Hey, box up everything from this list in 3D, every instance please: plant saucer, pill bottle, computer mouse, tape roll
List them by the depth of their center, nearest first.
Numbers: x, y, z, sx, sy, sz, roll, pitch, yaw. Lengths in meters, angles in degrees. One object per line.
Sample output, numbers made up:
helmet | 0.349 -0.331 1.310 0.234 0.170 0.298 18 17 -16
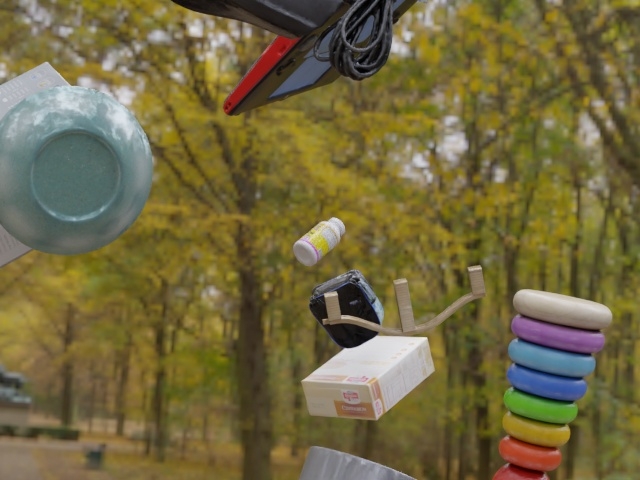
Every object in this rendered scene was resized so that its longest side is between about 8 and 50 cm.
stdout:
computer mouse | -0.045 -0.271 1.194 0.272 0.189 0.072 16 -19 15
plant saucer | -0.278 -0.075 1.403 0.195 0.195 0.037 8 8 -24
pill bottle | 0.000 0.000 1.873 0.043 0.043 0.083 -6 27 48
tape roll | 0.073 0.418 2.107 0.219 0.072 0.219 19 -16 6

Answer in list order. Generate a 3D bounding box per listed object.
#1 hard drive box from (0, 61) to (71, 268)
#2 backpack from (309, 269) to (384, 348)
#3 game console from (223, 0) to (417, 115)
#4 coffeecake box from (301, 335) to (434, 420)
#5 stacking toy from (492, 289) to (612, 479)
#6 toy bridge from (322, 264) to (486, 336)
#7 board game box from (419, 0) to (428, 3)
hard drive box | -0.379 -0.073 1.473 0.089 0.232 0.181 42 -26 39
backpack | 0.050 0.113 2.080 0.105 0.114 0.084 -27 18 20
game console | 0.019 -0.376 2.371 0.342 0.060 0.386 -46 -12 34
coffeecake box | 0.082 0.229 2.113 0.142 0.068 0.185 -1 20 39
stacking toy | 0.316 0.242 1.780 0.141 0.330 0.141 10 3 0
toy bridge | 0.095 0.076 1.418 0.188 0.063 0.026 -11 8 0
board game box | 0.158 -0.447 2.052 0.020 0.090 0.090 2 25 -40
